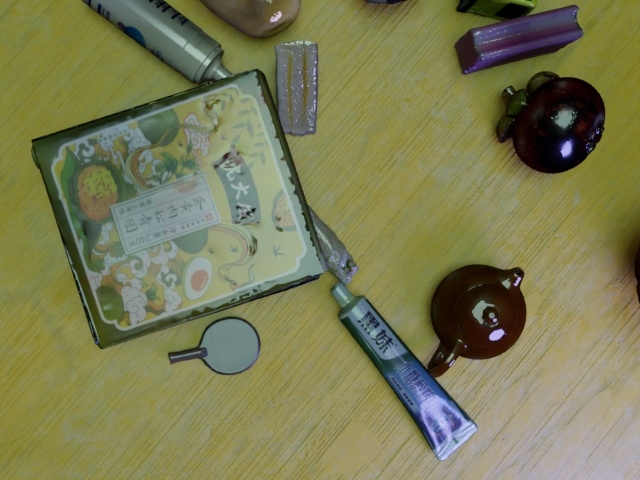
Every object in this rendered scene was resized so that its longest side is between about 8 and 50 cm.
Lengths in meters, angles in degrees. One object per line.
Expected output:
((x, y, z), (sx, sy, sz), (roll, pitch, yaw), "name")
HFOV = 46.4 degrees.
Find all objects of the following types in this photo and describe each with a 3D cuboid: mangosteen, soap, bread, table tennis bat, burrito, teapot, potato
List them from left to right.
((-0.189, 0.200, 1.325), (0.170, 0.119, 0.107), (-12, 90, -7), "table tennis bat")
((-0.136, -0.469, 1.325), (0.234, 0.146, 0.150), (38, 131, -16), "potato")
((-0.042, -0.272, 1.348), (0.077, 0.105, 0.152), (0, 89, 1), "bread")
((0.001, 0.000, 1.380), (0.058, 0.045, 0.188), (-42, 90, -19), "burrito")
((0.281, 0.148, 1.362), (0.178, 0.135, 0.252), (39, 86, 0), "teapot")
((0.362, -0.369, 1.377), (0.203, 0.122, 0.065), (-14, 92, -6), "soap")
((0.417, -0.221, 1.368), (0.200, 0.200, 0.199), (0, 90, -5), "mangosteen")

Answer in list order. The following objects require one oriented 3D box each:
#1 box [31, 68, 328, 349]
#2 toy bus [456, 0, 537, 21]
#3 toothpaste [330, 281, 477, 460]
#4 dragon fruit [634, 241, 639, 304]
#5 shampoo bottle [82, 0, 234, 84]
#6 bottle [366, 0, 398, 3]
((-0.238, -0.053, 1.294), (0.420, 0.138, 0.372), (-18, 89, 1), "box")
((0.349, -0.551, 1.374), (0.150, 0.128, 0.262), (13, 90, -6), "toy bus")
((0.144, 0.235, 1.383), (0.099, 0.061, 0.392), (-39, 95, -8), "toothpaste")
((0.715, 0.065, 1.309), (0.329, 0.329, 0.329), (0, 90, -5), "dragon fruit")
((-0.281, -0.373, 1.334), (0.303, 0.092, 0.092), (37, 87, -5), "shampoo bottle")
((0.107, -0.594, 1.334), (0.169, 0.168, 0.346), (-13, 94, -5), "bottle")
